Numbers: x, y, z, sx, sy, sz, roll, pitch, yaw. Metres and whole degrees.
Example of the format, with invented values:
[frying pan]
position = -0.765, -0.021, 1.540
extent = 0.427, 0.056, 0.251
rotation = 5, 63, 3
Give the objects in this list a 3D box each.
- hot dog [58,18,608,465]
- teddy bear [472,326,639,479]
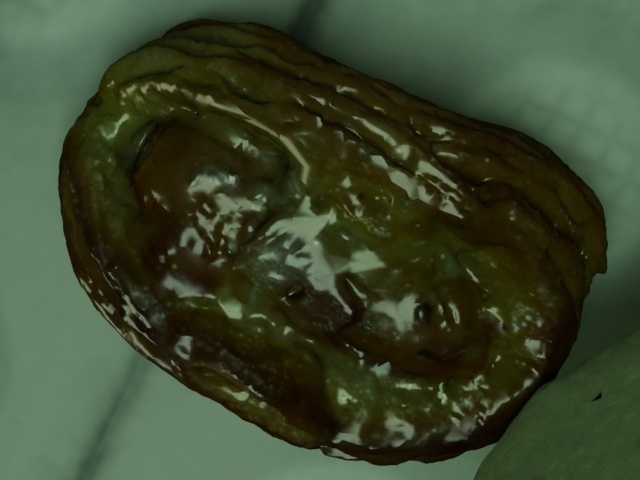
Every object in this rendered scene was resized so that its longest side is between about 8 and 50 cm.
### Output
[hot dog]
position = 0.002, 0.002, 0.831
extent = 0.259, 0.114, 0.175
rotation = 23, 110, -7
[teddy bear]
position = 0.250, 0.184, 0.790
extent = 0.375, 0.327, 0.362
rotation = -33, 111, 36
